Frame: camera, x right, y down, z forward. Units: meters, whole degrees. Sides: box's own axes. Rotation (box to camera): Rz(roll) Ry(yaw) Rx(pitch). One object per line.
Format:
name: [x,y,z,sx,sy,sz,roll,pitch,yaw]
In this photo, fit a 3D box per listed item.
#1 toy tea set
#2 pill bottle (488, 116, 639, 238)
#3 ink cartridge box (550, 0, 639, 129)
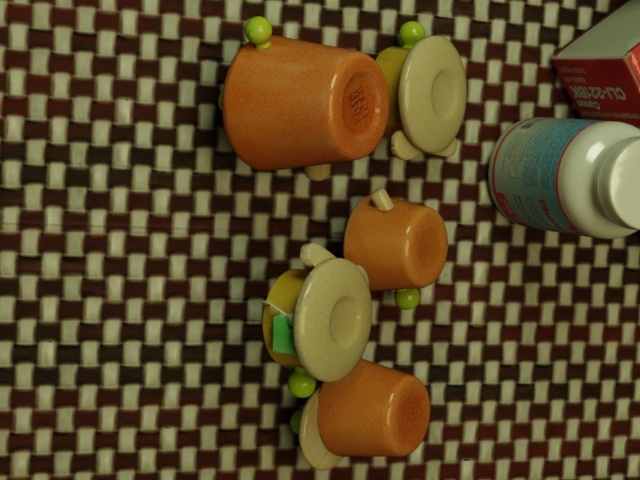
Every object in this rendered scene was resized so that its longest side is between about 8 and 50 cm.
toy tea set: [0.000,0.000,1.308,0.200,0.124,0.336,6,90,-54]
pill bottle: [0.198,-0.046,1.344,0.087,0.160,0.087,-2,96,-24]
ink cartridge box: [0.338,-0.081,1.430,0.197,0.114,0.273,-36,108,-18]
